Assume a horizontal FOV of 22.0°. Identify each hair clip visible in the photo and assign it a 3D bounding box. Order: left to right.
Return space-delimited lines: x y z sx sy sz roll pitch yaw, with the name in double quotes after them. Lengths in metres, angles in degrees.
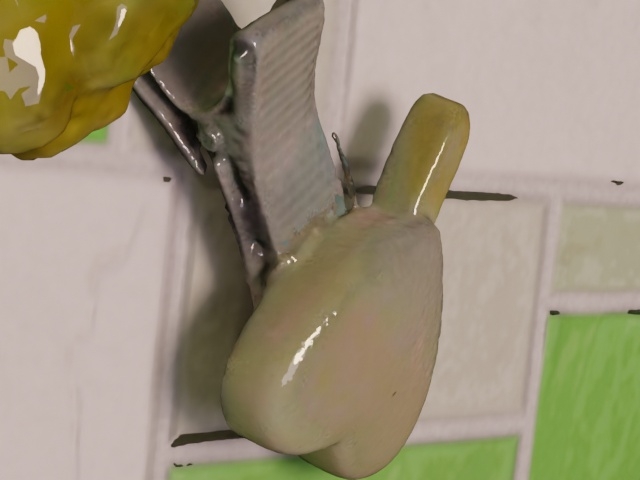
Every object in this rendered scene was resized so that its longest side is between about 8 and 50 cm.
0.003 -0.001 0.668 0.159 0.071 0.218 -39 127 -34 "hair clip"

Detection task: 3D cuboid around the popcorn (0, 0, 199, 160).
-0.106 -0.126 0.450 0.189 0.169 0.218 63 32 -61 "popcorn"
